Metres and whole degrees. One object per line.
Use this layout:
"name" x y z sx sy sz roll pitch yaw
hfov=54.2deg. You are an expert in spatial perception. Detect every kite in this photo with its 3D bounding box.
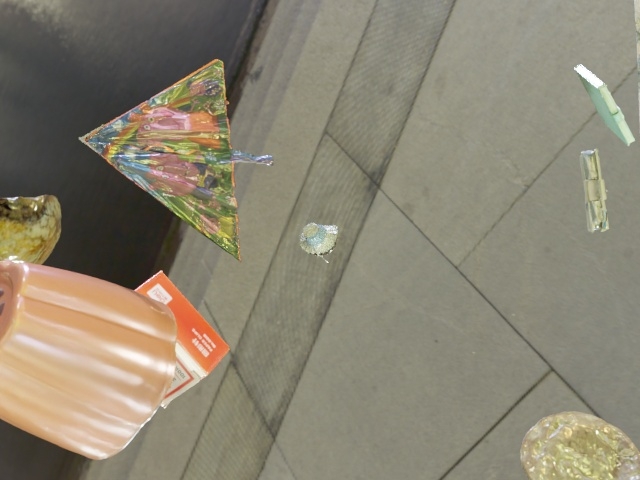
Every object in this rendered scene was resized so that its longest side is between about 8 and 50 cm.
"kite" -0.172 -0.116 0.768 0.016 0.234 0.321 120 147 -53

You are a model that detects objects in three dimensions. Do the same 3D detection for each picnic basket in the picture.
"picnic basket" 0.000 0.000 1.189 0.083 0.083 0.065 -6 66 26

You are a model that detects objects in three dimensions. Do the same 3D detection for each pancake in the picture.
"pancake" 0.491 0.432 1.178 0.242 0.242 0.050 50 149 38

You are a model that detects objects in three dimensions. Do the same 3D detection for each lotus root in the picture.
"lotus root" -0.518 0.024 0.847 0.314 0.210 0.142 -10 92 25

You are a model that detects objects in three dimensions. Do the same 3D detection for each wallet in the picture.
"wallet" 0.521 -0.095 1.188 0.039 0.110 0.155 -8 91 21

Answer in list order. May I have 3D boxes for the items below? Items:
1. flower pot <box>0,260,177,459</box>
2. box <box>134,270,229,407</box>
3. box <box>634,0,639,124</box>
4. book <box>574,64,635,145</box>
"flower pot" -0.270 0.109 0.639 0.190 0.173 0.191 -19 51 26
"box" -0.262 0.166 1.026 0.133 0.099 0.182 -36 97 31
"box" 0.459 -0.224 0.741 0.164 0.069 0.257 -157 60 -77
"book" 0.489 -0.232 1.072 0.017 0.135 0.103 -34 30 18
